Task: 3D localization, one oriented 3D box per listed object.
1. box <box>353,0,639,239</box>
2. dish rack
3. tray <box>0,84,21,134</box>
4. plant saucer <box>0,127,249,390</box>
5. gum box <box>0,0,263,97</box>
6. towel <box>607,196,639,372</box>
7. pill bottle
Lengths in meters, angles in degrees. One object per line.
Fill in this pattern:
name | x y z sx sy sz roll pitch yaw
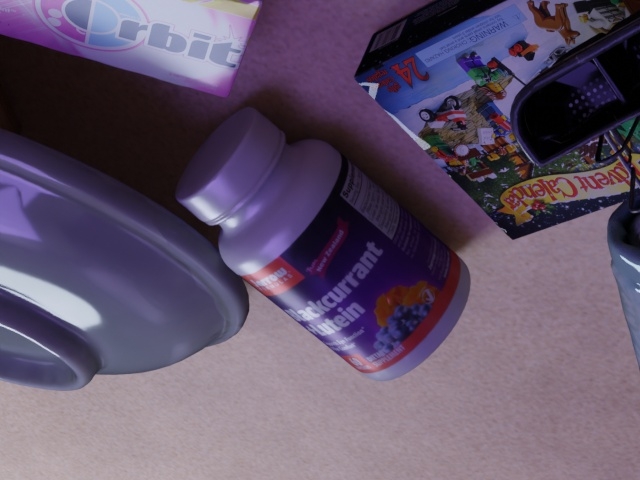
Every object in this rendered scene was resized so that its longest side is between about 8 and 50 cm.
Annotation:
box | 0.156 -0.095 0.793 0.233 0.044 0.159 -22 124 44
dish rack | 0.254 -0.024 0.700 0.208 0.074 0.271 -28 109 36
tray | -0.342 -0.177 0.867 0.202 0.076 0.411 14 155 11
plant saucer | -0.254 0.027 1.022 0.400 0.101 0.400 15 159 6
gum box | -0.128 -0.159 0.809 0.188 0.062 0.107 15 153 -8
towel | 0.387 0.094 0.865 0.374 0.090 0.320 2 137 26
pill bottle | 0.000 0.000 0.937 0.193 0.108 0.108 39 140 -20
